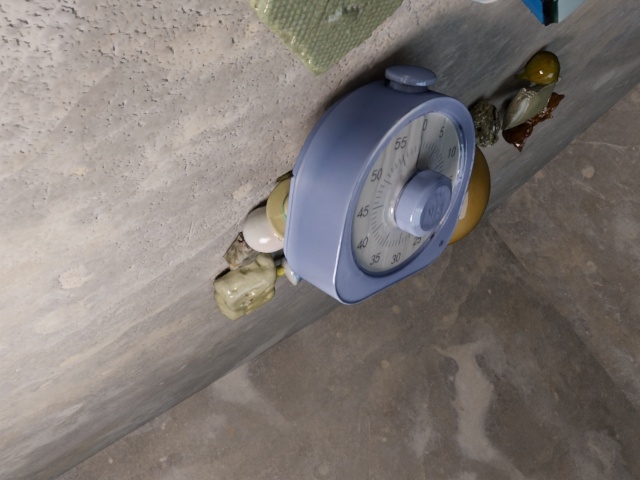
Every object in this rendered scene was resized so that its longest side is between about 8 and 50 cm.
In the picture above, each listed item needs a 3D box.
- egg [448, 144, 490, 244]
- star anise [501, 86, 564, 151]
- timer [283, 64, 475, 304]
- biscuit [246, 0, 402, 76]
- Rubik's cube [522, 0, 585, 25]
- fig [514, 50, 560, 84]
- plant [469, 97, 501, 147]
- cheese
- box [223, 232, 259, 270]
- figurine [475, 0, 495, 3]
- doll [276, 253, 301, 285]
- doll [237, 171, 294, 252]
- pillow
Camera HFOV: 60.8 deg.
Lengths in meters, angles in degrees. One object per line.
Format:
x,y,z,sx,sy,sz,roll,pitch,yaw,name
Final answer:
0.276,-0.119,1.303,0.250,0.250,0.322,-30,161,-21,egg
0.578,-0.349,1.546,0.196,0.111,0.212,-31,160,-39,star anise
0.125,-0.097,0.922,0.394,0.173,0.395,-30,135,-34,timer
0.007,-0.268,0.568,0.150,0.052,0.252,-37,166,12,biscuit
0.245,-0.361,0.546,0.180,0.183,0.167,-38,167,20,Rubik's cube
0.517,-0.404,1.297,0.098,0.082,0.084,-22,-155,12,fig
0.424,-0.299,1.365,0.122,0.104,0.117,-34,158,-33,plant
-0.186,0.125,1.382,0.159,0.093,0.263,-29,166,-18,cheese
-0.162,0.019,1.174,0.062,0.045,0.098,-21,162,-41,box
0.225,-0.365,0.742,0.114,0.079,0.114,-32,-156,16,figurine
-0.022,0.040,1.475,0.241,0.099,0.135,-34,144,-9,doll
-0.031,-0.049,1.107,0.208,0.144,0.271,-18,174,32,doll
0.533,-0.351,1.384,0.208,0.053,0.119,-28,154,-38,pillow
